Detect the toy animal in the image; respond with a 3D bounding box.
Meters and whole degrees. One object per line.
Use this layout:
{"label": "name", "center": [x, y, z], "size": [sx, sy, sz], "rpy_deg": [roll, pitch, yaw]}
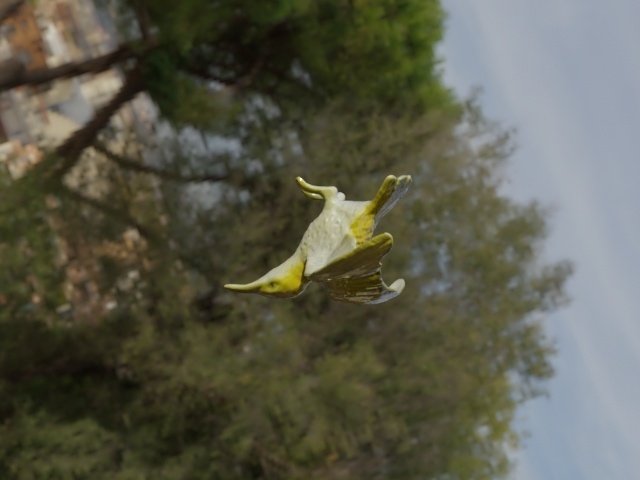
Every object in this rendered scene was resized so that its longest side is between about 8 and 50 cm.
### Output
{"label": "toy animal", "center": [0.000, 0.000, 1.117], "size": [0.219, 0.155, 0.095], "rpy_deg": [38, 50, -73]}
